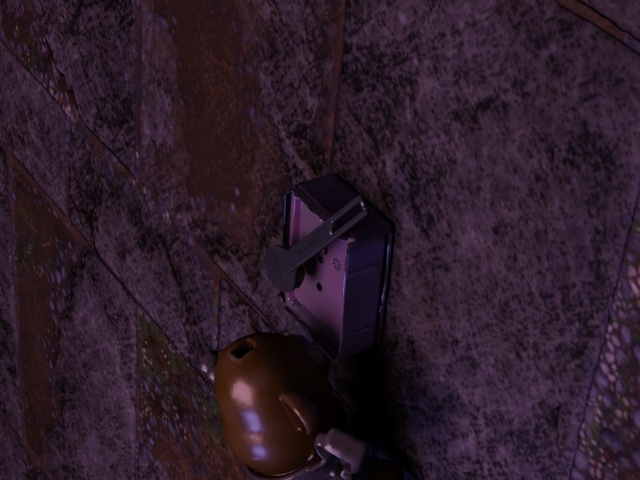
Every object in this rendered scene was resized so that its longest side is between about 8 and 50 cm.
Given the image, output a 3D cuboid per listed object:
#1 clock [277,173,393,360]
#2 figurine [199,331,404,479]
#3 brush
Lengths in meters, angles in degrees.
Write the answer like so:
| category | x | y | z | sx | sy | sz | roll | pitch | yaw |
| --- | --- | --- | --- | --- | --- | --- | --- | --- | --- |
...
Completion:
| category | x | y | z | sx | sy | sz | roll | pitch | yaw |
| --- | --- | --- | --- | --- | --- | --- | --- | --- | --- |
| clock | 0.018 | 0.033 | 2.036 | 0.144 | 0.073 | 0.193 | 44 | 142 | 40 |
| figurine | -0.033 | 0.232 | 2.067 | 0.342 | 0.167 | 0.285 | -3 | 136 | 42 |
| brush | 0.000 | 0.000 | 1.950 | 0.266 | 0.027 | 0.062 | -37 | 75 | 57 |
